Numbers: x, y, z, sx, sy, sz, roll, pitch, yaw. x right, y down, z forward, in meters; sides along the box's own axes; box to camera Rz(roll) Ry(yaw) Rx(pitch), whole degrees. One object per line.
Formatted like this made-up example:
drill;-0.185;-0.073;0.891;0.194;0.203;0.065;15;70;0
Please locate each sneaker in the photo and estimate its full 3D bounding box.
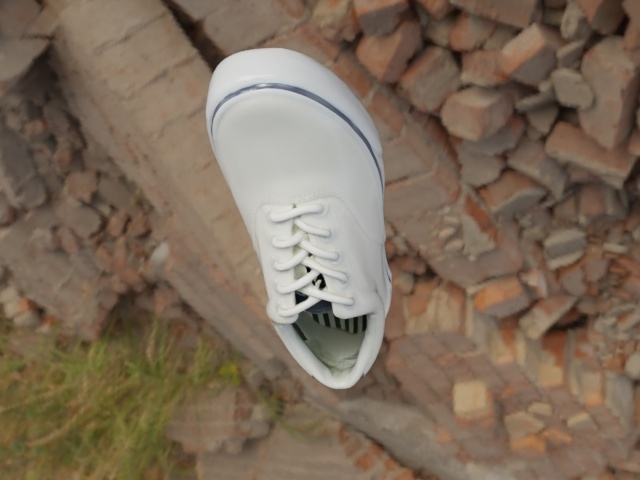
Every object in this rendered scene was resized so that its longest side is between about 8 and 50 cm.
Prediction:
sneaker;0.000;0.000;0.606;0.094;0.091;0.258;-10;142;12
